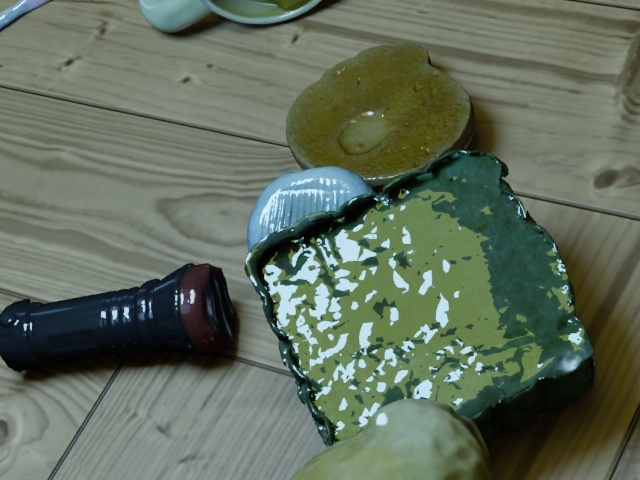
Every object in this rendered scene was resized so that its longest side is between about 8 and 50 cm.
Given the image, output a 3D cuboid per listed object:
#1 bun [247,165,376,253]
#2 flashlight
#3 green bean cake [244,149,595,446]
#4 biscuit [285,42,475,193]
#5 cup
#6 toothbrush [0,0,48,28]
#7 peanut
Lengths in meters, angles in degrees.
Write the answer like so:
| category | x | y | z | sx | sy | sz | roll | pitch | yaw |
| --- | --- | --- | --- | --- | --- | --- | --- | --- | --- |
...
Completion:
| category | x | y | z | sx | sy | sz | roll | pitch | yaw |
| --- | --- | --- | --- | --- | --- | --- | --- | --- | --- |
| bun | 0.000 | 0.000 | 1.671 | 0.141 | 0.083 | 0.140 | -1 | 85 | 9 |
| flashlight | -0.199 | 0.082 | 1.698 | 0.232 | 0.093 | 0.093 | -12 | 49 | 20 |
| green bean cake | 0.088 | 0.068 | 1.528 | 0.255 | 0.132 | 0.241 | -28 | 65 | -2 |
| biscuit | 0.060 | -0.111 | 1.756 | 0.181 | 0.049 | 0.208 | -32 | 43 | -10 |
| cup | -0.084 | -0.337 | 1.964 | 0.173 | 0.255 | 0.202 | 12 | 47 | -22 |
| toothbrush | -0.349 | -0.273 | 2.084 | 0.269 | 0.021 | 0.027 | -35 | 36 | -8 |
| peanut | 0.016 | 0.281 | 1.358 | 0.174 | 0.158 | 0.340 | 8 | 81 | 29 |
